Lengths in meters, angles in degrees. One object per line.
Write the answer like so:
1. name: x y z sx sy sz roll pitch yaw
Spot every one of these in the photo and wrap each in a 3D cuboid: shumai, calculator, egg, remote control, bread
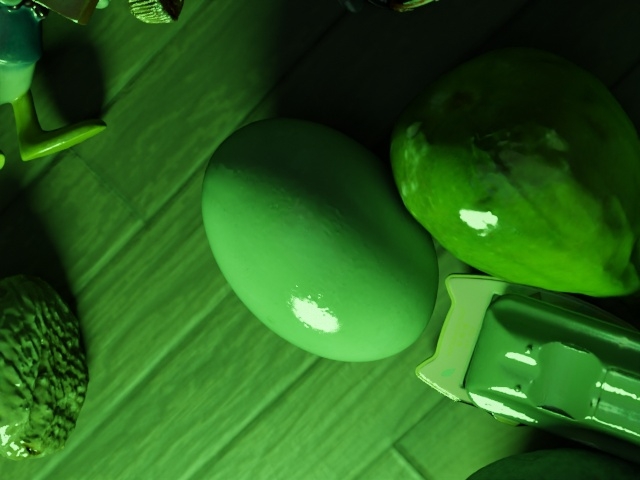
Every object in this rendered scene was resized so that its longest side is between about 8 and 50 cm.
1. shumai: -0.362 0.145 1.887 0.175 0.166 0.206 -9 75 23
2. calculator: 0.229 0.124 1.815 0.236 0.033 0.157 20 104 5
3. egg: 0.000 0.000 1.748 0.203 0.203 0.282 -43 96 17
4. remote control: 0.313 0.159 1.728 0.335 0.065 0.128 18 105 18
5. bread: -0.169 -0.267 1.790 0.053 0.085 0.085 -6 100 18

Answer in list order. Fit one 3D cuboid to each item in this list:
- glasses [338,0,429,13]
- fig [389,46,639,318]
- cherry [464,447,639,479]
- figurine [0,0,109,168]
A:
1. glasses: 0.071 -0.334 1.637 0.118 0.268 0.234 -8 98 -5
2. fig: 0.229 -0.066 1.716 0.314 0.233 0.233 17 110 -37
3. cherry: 0.240 0.339 1.763 0.296 0.218 0.255 -29 91 3
4. figurine: -0.334 -0.265 1.778 0.283 0.204 0.338 -31 81 42
